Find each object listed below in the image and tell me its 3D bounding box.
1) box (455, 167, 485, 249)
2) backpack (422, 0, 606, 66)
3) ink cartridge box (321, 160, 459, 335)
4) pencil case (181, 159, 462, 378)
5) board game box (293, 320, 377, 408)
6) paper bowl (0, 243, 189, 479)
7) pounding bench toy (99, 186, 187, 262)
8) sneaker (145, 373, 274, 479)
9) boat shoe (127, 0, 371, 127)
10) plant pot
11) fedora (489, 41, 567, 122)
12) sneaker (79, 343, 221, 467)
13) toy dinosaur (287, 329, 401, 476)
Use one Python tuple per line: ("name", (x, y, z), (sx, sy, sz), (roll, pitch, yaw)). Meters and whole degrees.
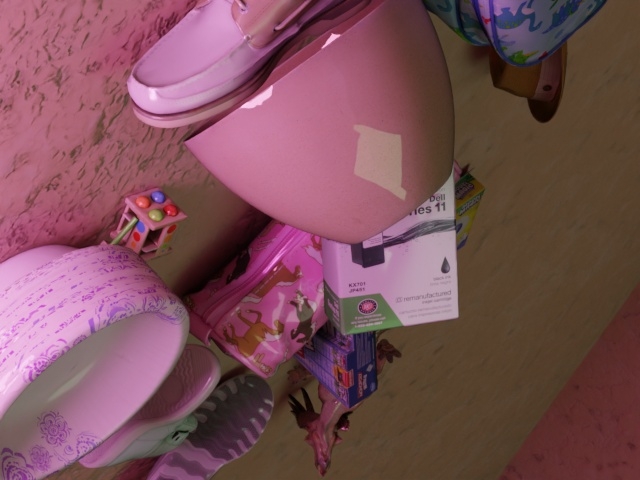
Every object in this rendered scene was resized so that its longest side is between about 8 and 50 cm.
("box", (0.198, -0.032, 2.376), (0.105, 0.043, 0.179), (-34, 154, -28))
("backpack", (0.189, -0.346, 1.570), (0.290, 0.273, 0.355), (-46, 172, -17))
("ink cartridge box", (0.080, -0.007, 1.802), (0.153, 0.087, 0.208), (-8, 110, -11))
("pencil case", (0.000, 0.000, 1.917), (0.386, 0.167, 0.160), (-47, -158, 5))
("board game box", (-0.010, 0.102, 2.080), (0.060, 0.194, 0.194), (-31, 134, -31))
("paper bowl", (-0.290, 0.118, 1.603), (0.284, 0.148, 0.284), (-38, 157, -19))
("pounding bench toy", (-0.199, -0.015, 1.665), (0.083, 0.052, 0.065), (-21, 148, -46))
("sneaker", (-0.185, 0.304, 2.244), (0.281, 0.105, 0.115), (-47, -167, -7))
("boat shoe", (-0.071, -0.225, 1.469), (0.302, 0.113, 0.103), (-41, 144, -28))
("plant pot", (0.028, -0.108, 1.564), (0.284, 0.191, 0.284), (-34, -172, 6))
("fedora", (0.272, -0.249, 2.027), (0.079, 0.194, 0.194), (-2, 147, -6))
("sneaker", (-0.194, 0.207, 1.975), (0.256, 0.094, 0.151), (-37, 160, 29))
("toy dinosaur", (0.043, 0.214, 2.436), (0.295, 0.127, 0.200), (-52, 169, -20))
